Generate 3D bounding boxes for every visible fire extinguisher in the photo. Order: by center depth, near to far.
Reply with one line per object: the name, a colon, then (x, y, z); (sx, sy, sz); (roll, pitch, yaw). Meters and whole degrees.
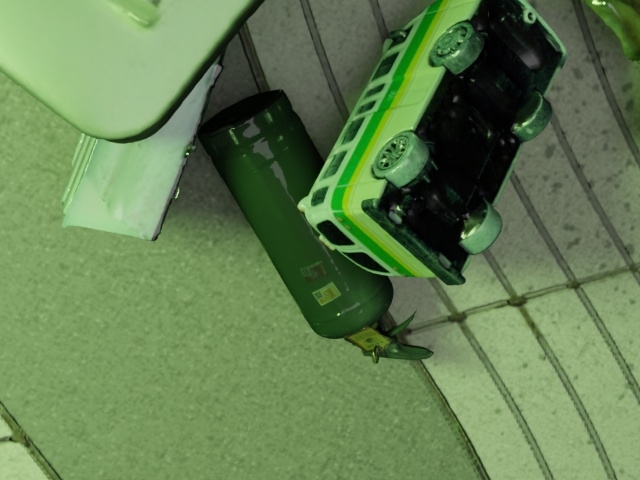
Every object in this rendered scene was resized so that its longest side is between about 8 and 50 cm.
fire extinguisher: (0.000, 0.000, 1.516); (0.114, 0.095, 0.311); (-21, 110, 22)

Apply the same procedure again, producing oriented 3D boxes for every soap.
soap: (-0.163, -0.118, 1.429); (0.091, 0.145, 0.230); (18, 102, -16)

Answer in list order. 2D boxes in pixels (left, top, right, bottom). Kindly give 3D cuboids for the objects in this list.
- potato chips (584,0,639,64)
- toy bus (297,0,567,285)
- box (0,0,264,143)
potato chips: (0.327, -0.386, 1.491); (0.373, 0.097, 0.389); (-45, 107, -4)
toy bus: (0.103, -0.101, 1.443); (0.134, 0.165, 0.276); (41, 62, -28)
box: (-0.194, -0.335, 1.278); (0.396, 0.111, 0.396); (39, 90, -5)
